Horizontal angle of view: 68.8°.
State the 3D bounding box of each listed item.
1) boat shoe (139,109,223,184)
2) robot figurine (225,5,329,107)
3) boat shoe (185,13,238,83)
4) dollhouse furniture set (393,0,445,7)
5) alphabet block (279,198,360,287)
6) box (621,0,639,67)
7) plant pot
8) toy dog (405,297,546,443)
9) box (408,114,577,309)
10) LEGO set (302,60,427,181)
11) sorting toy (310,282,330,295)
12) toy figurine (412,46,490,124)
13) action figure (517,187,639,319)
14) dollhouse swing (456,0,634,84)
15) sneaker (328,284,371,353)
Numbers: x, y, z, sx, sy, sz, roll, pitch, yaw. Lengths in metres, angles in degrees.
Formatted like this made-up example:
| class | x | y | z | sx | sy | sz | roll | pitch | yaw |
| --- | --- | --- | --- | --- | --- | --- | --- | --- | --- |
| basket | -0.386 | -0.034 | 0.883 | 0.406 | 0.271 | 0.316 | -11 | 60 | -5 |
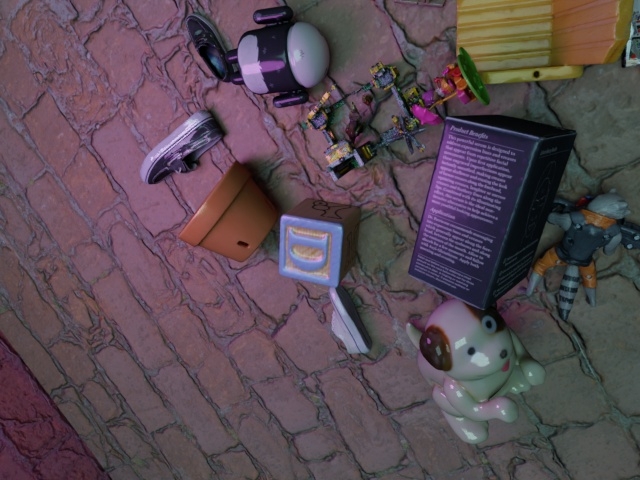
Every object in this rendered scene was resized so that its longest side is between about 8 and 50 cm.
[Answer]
| class | x | y | z | sx | sy | sz | roll | pitch | yaw |
| --- | --- | --- | --- | --- | --- | --- | --- | --- | --- |
| boat shoe | -0.448 | -0.268 | 1.495 | 0.335 | 0.121 | 0.119 | -37 | 89 | 25 |
| robot figurine | -0.112 | -0.490 | 1.267 | 0.278 | 0.209 | 0.174 | -1 | 67 | 21 |
| boat shoe | -0.330 | -0.561 | 1.370 | 0.080 | 0.076 | 0.229 | -27 | 98 | 26 |
| dollhouse furniture set | 0.255 | -0.680 | 1.107 | 0.128 | 0.129 | 0.184 | 14 | 84 | 14 |
| alphabet block | 0.000 | 0.000 | 1.388 | 0.192 | 0.197 | 0.194 | 12 | 113 | 16 |
| box | 0.732 | -0.497 | 1.027 | 0.114 | 0.036 | 0.207 | -3 | 108 | 21 |
| plant pot | -0.267 | -0.068 | 1.432 | 0.203 | 0.291 | 0.291 | 38 | 118 | -15 |
| toy dog | 0.397 | 0.293 | 1.249 | 0.284 | 0.408 | 0.395 | -34 | 56 | -8 |
| box | 0.409 | -0.085 | 1.124 | 0.212 | 0.293 | 0.396 | 26 | 118 | 34 |
| LEGO set | 0.104 | -0.308 | 1.239 | 0.331 | 0.192 | 0.255 | -18 | 102 | 24 |
| sorting toy | -0.005 | 0.139 | 1.544 | 0.062 | 0.012 | 0.083 | -25 | 102 | 31 |
| toy figurine | 0.289 | -0.348 | 1.103 | 0.159 | 0.173 | 0.130 | -29 | 137 | 35 |
| action figure | 0.692 | 0.033 | 1.164 | 0.341 | 0.178 | 0.330 | 16 | 124 | 18 |
| dollhouse swing | 0.441 | -0.512 | 0.980 | 0.315 | 0.305 | 0.347 | 2 | 111 | 19 |
| sneaker | 0.074 | 0.264 | 1.515 | 0.091 | 0.094 | 0.258 | -21 | 102 | 21 |
